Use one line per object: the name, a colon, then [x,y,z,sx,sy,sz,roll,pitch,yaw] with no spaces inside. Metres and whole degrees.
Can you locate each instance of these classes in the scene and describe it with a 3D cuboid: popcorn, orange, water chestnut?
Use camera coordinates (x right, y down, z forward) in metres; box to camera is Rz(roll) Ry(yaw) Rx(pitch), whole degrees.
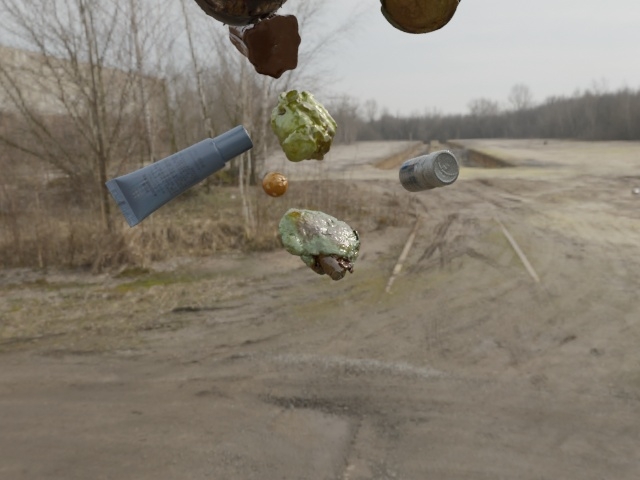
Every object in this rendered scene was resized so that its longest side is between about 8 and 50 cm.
popcorn: [-0.046,-0.380,2.022,0.225,0.285,0.174,12,-43,-40]
orange: [-0.143,-0.175,1.851,0.083,0.083,0.070,-11,-6,-40]
water chestnut: [-0.187,-0.685,1.440,0.300,0.299,0.300,-2,10,0]

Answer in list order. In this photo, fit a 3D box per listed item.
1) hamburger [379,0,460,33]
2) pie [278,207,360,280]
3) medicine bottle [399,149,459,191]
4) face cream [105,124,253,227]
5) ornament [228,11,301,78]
hamburger: [0.204,-0.520,1.222,0.177,0.113,0.185,24,-36,-14]
pie: [0.000,-0.007,1.850,0.275,0.105,0.257,30,41,1]
medicine bottle: [0.314,-0.200,1.726,0.105,0.104,0.168,-8,1,-27]
face cream: [-0.359,-0.185,1.549,0.385,0.135,0.086,-30,-2,-7]
ornament: [-0.197,-0.702,2.010,0.235,0.221,0.217,15,24,-42]
